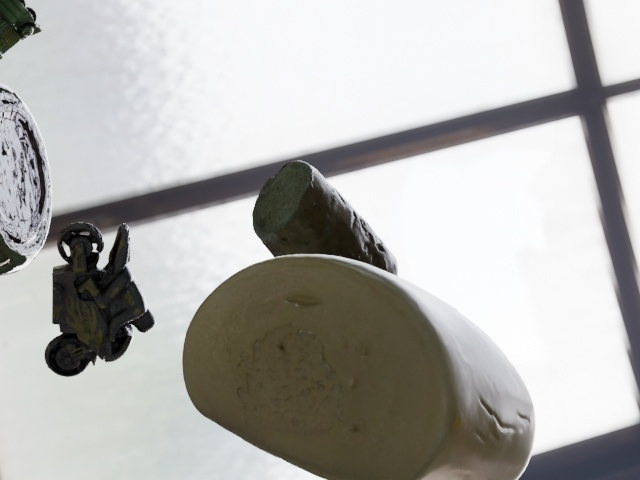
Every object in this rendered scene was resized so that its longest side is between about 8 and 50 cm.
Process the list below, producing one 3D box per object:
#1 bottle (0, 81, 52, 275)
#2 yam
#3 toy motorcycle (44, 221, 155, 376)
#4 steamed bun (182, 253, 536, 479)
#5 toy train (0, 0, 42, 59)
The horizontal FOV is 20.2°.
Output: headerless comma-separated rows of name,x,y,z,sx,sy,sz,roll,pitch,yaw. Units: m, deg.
bottle,-0.410,-0.031,1.503,0.168,0.347,0.168,-8,90,-76
yam,0.000,0.000,2.027,0.194,0.107,0.107,48,5,-39
toy motorcycle,-0.249,0.071,2.066,0.061,0.124,0.193,-110,-153,-69
steamed bun,0.035,0.100,1.351,0.250,0.200,0.155,23,-89,33
toy train,-0.278,-0.195,1.504,0.093,0.056,0.038,47,-6,20
